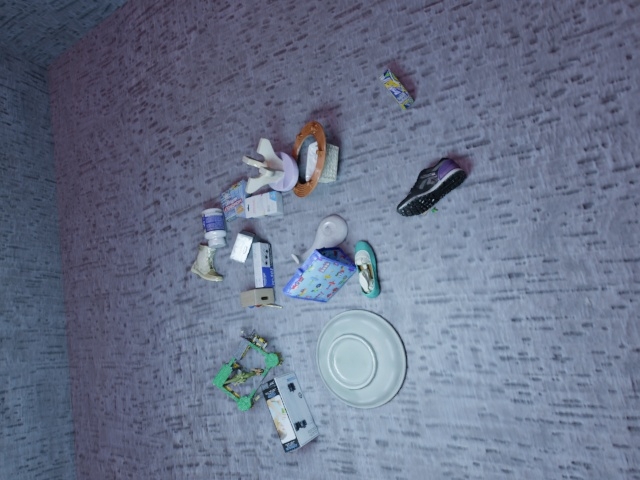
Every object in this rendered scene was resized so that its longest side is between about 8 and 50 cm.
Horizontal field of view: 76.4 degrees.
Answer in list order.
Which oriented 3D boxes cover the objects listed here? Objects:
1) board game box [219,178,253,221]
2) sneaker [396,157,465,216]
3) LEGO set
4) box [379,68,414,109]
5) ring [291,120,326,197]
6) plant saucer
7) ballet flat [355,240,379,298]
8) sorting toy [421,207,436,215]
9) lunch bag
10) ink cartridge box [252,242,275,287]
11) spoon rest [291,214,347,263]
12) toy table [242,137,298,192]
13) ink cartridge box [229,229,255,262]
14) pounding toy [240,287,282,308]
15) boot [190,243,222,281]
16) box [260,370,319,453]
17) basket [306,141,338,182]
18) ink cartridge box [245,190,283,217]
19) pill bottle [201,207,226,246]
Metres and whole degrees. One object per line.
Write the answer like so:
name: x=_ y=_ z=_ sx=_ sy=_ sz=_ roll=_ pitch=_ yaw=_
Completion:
board game box: x=-0.416 y=-0.176 z=2.040 sx=0.194 sy=0.060 sz=0.193 roll=-25 pitch=73 yaw=24
sneaker: x=0.408 y=-0.206 z=1.576 sx=0.283 sy=0.107 sz=0.124 roll=-35 pitch=51 yaw=12
LEGO set: x=-0.321 y=0.593 z=1.873 sx=0.255 sy=0.192 sz=0.330 roll=24 pitch=83 yaw=10
box: x=0.315 y=-0.624 z=1.681 sx=0.054 sy=0.059 sz=0.168 roll=-37 pitch=69 yaw=20
ring: x=-0.069 y=-0.355 z=1.784 sx=0.337 sy=0.032 sz=0.335 roll=-17 pitch=71 yaw=60
plant saucer: x=0.140 y=0.483 z=1.648 sx=0.401 sy=0.101 sz=0.399 roll=-3 pitch=83 yaw=29
ballet flat: x=0.185 y=0.115 z=1.665 sx=0.083 sy=0.087 sz=0.247 roll=-18 pitch=76 yaw=27
sorting toy: x=0.417 y=-0.128 z=1.604 sx=0.062 sy=0.012 sz=0.083 roll=-48 pitch=62 yaw=11
lunch bag: x=-0.014 y=0.140 z=1.654 sx=0.221 sy=0.293 sz=0.138 roll=-49 pitch=66 yaw=16
ink cartridge box: x=-0.266 y=0.116 z=1.907 sx=0.046 sy=0.097 sz=0.206 roll=-11 pitch=80 yaw=27
spoon rest: x=0.000 y=0.000 z=1.795 sx=0.276 sy=0.084 sz=0.137 roll=-40 pitch=69 yaw=6
toy table: x=-0.235 y=-0.324 z=1.845 sx=0.274 sy=0.161 sz=0.251 roll=20 pitch=99 yaw=51
ink cartridge box: x=-0.364 y=0.024 z=1.922 sx=0.073 sy=0.175 sz=0.127 roll=20 pitch=95 yaw=-6
pounding toy: x=-0.273 y=0.278 z=1.888 sx=0.130 sy=0.141 sz=0.100 roll=-16 pitch=77 yaw=41
boot: x=-0.567 y=0.112 z=2.086 sx=0.213 sy=0.077 sz=0.164 roll=20 pitch=93 yaw=32
box: x=-0.130 y=0.724 z=1.735 sx=0.087 sy=0.169 sz=0.289 roll=-32 pitch=70 yaw=20
basket: x=0.010 y=-0.338 z=1.777 sx=0.113 sy=0.103 sz=0.167 roll=0 pitch=86 yaw=61
ink cartridge box: x=-0.271 y=-0.166 z=1.957 sx=0.182 sy=0.062 sz=0.104 roll=-9 pitch=80 yaw=27
pill bottle: x=-0.537 y=-0.060 z=2.064 sx=0.112 sy=0.112 sz=0.186 roll=-18 pitch=76 yaw=26
